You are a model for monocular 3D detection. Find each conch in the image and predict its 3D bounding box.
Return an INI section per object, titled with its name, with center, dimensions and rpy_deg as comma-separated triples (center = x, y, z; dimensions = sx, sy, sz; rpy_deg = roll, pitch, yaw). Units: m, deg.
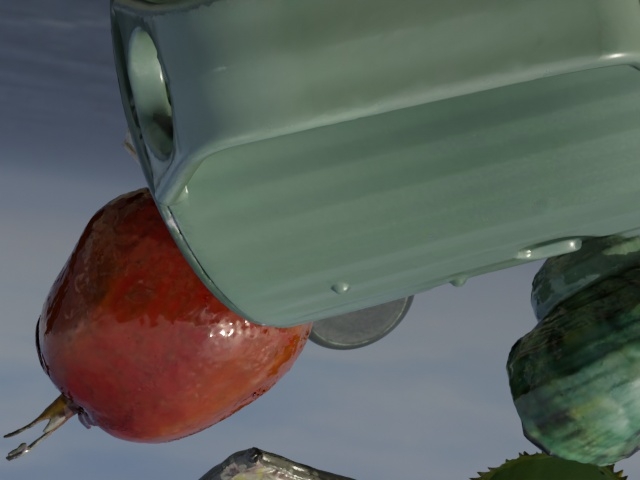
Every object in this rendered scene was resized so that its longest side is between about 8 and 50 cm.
[conch]
center = 0.222, 0.068, 1.155
dimensions = 0.176, 0.122, 0.188
rpy_deg = -10, -138, -2

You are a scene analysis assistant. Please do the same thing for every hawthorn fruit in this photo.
[hawthorn fruit]
center = -0.147, 0.083, 1.255
dimensions = 0.211, 0.299, 0.211
rpy_deg = 44, 178, 2

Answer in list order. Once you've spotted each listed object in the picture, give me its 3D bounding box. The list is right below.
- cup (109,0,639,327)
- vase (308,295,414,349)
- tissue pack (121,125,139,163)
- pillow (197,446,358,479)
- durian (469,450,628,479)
[cup]
center = 0.090, -0.101, 0.871
dimensions = 0.392, 0.310, 0.401
rpy_deg = -11, -147, 23
[vase]
center = 0.000, 0.000, 2.077
dimensions = 0.173, 0.173, 0.321
rpy_deg = 6, -154, -23
[tissue pack]
center = -0.093, -0.078, 1.699
dimensions = 0.186, 0.090, 0.222
rpy_deg = -18, -126, -38
[pillow]
center = -0.023, 0.285, 1.636
dimensions = 0.255, 0.059, 0.169
rpy_deg = 24, 134, -32
[durian]
center = 0.247, 0.307, 1.432
dimensions = 0.237, 0.176, 0.200
rpy_deg = 20, -168, 37
